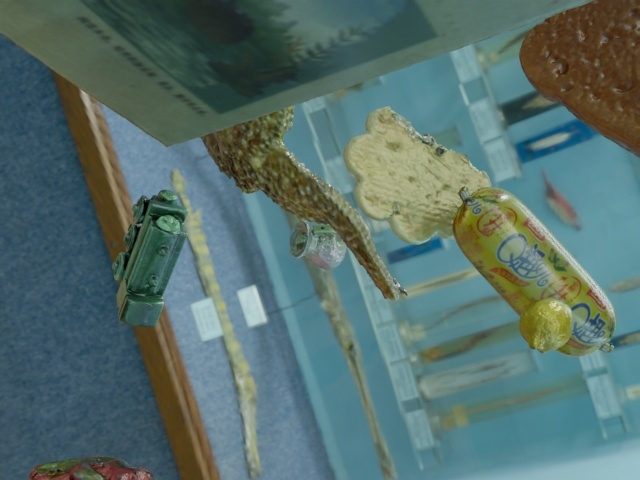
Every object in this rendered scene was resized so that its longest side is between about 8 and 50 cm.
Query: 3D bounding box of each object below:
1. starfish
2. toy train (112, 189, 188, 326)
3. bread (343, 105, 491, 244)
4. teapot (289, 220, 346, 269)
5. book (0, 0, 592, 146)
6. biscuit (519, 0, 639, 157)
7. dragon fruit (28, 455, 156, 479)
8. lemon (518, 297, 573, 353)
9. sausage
[{"bbox_3d":[-0.062,-0.159,0.996,0.398,0.132,0.384,37,-41,49],"label":"starfish"},{"bbox_3d":[-0.221,0.020,1.121,0.071,0.171,0.111,12,28,-26],"label":"toy train"},{"bbox_3d":[0.150,-0.095,1.411,0.250,0.182,0.039,33,-8,-7],"label":"bread"},{"bbox_3d":[0.000,0.000,1.128,0.064,0.083,0.064,12,58,-30],"label":"teapot"},{"bbox_3d":[0.003,-0.121,0.288,0.215,0.282,0.025,34,44,-56],"label":"book"},{"bbox_3d":[0.251,-0.145,0.583,0.036,0.186,0.192,30,13,-47],"label":"biscuit"},{"bbox_3d":[-0.254,0.297,0.866,0.167,0.171,0.160,-71,147,-55],"label":"dragon fruit"},{"bbox_3d":[0.280,0.105,1.064,0.092,0.065,0.065,-40,111,-39],"label":"lemon"},{"bbox_3d":[0.327,0.052,1.308,0.347,0.123,0.123,46,27,-6],"label":"sausage"}]
